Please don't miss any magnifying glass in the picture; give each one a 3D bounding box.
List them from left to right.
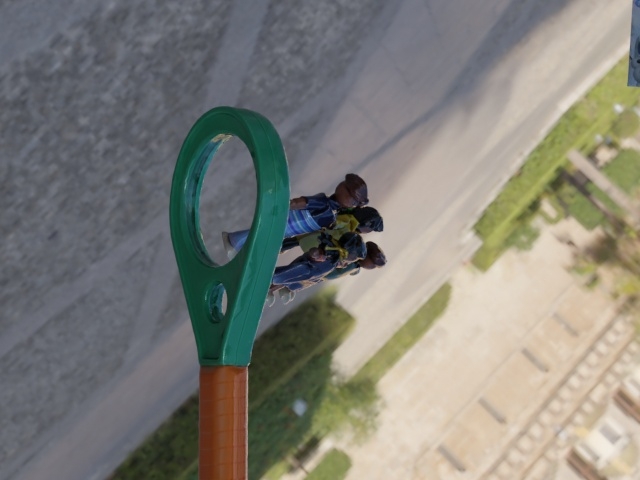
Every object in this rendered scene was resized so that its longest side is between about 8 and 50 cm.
[{"bbox_3d":[-0.050,0.043,0.563,0.026,0.231,0.092,7,170,-38],"label":"magnifying glass"}]

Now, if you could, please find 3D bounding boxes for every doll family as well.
[{"bbox_3d":[0.000,0.000,0.821,0.111,0.076,0.193,-20,177,10],"label":"doll family"}]

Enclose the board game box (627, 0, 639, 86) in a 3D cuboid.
[{"bbox_3d":[0.339,-0.188,0.994,0.020,0.090,0.090,-33,126,-55],"label":"board game box"}]
